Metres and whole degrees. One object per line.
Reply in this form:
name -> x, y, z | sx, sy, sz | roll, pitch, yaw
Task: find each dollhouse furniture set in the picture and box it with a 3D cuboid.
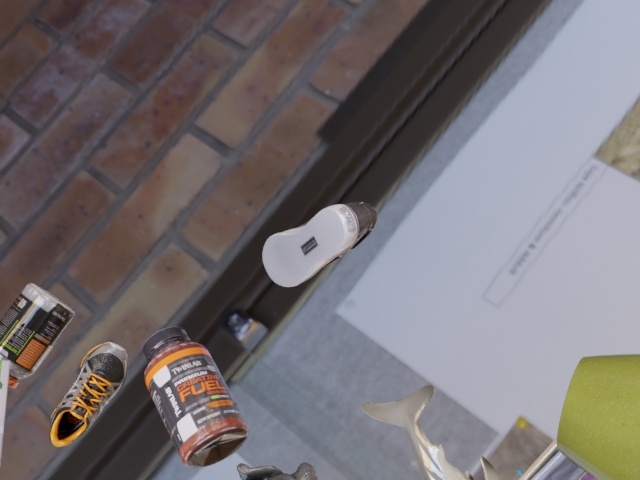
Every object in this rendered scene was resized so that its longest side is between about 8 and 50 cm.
dollhouse furniture set -> 0.490, 0.492, 1.764 | 0.286, 0.198, 0.303 | -48, 137, 1

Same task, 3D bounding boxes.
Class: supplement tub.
supplement tub -> -0.189, 0.221, 1.385 | 0.106, 0.198, 0.106 | -24, 149, -16
supplement tub -> -0.588, 0.190, 1.903 | 0.190, 0.117, 0.117 | -55, 150, -10

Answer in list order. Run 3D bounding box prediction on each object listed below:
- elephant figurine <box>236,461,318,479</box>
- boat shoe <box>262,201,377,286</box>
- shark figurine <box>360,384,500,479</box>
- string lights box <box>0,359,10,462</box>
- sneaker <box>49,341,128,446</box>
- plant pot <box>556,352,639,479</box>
elephant figurine -> -0.104, 0.500, 1.830 | 0.169, 0.239, 0.186 | -50, 119, -29
boat shoe -> 0.000, 0.000, 1.306 | 0.076, 0.080, 0.228 | -18, 169, -35
shark figurine -> 0.152, 0.314, 1.151 | 0.116, 0.278, 0.166 | -41, -173, 25
string lights box -> -0.548, 0.223, 1.255 | 0.259, 0.133, 0.077 | 5, 126, -18
sneaker -> -0.406, 0.276, 1.677 | 0.215, 0.084, 0.083 | -58, -170, 10
plant pot -> 0.475, 0.258, 1.259 | 0.275, 0.293, 0.275 | -40, 138, -50
